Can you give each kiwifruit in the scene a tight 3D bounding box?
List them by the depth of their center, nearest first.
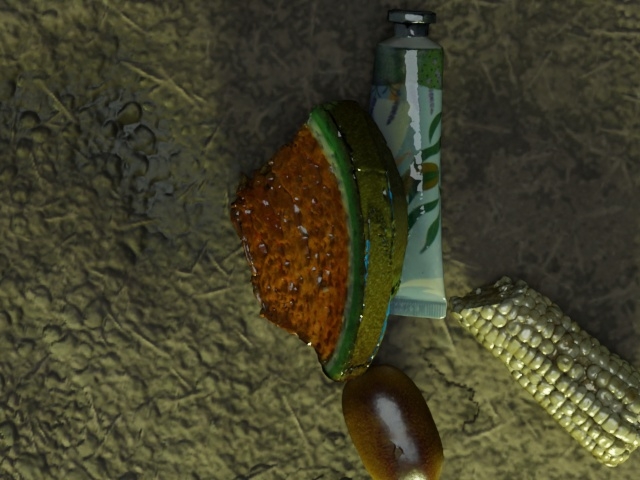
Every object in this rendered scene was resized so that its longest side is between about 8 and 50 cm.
[{"bbox_3d":[0.064,0.167,1.721,0.075,0.075,0.124,-27,98,3],"label":"kiwifruit"}]

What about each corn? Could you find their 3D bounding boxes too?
[{"bbox_3d":[0.211,0.105,1.709,0.087,0.087,0.211,-45,92,4],"label":"corn"}]

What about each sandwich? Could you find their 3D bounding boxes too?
[{"bbox_3d":[0.011,0.004,1.690,0.159,0.079,0.235,-16,89,41],"label":"sandwich"}]

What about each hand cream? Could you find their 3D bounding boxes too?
[{"bbox_3d":[0.075,-0.066,1.708,0.091,0.058,0.271,5,101,9],"label":"hand cream"}]
